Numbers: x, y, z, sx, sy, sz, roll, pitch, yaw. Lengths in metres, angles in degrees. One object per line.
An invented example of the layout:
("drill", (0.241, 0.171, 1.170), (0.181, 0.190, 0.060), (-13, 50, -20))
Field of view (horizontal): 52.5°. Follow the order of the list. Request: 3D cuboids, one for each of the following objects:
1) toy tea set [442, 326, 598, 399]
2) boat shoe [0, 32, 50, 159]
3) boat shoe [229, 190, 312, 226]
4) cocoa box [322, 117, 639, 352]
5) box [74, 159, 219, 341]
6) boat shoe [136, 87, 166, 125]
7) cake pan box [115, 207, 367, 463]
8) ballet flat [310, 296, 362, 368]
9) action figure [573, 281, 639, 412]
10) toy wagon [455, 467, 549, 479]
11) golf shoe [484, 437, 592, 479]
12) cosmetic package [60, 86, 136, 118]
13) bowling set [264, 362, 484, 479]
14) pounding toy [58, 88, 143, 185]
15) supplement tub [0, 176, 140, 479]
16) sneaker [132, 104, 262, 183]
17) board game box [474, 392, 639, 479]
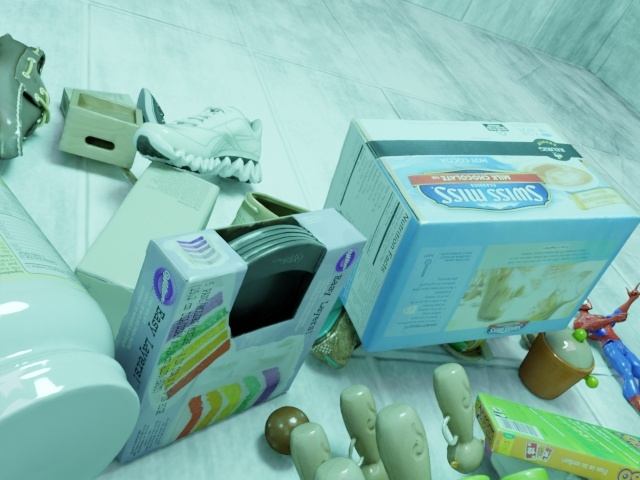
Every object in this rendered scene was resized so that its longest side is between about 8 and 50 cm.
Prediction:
("toy tea set", (0.301, 0.118, 1.056), (0.335, 0.124, 0.200), (25, 33, -4))
("boat shoe", (-0.463, -0.221, 0.988), (0.096, 0.117, 0.324), (3, 34, -28))
("boat shoe", (0.000, 0.000, 1.034), (0.285, 0.089, 0.105), (13, 35, -22))
("cocoa box", (0.203, -0.013, 0.909), (0.346, 0.232, 0.228), (-2, 42, -23))
("box", (-0.224, 0.009, 0.857), (0.113, 0.094, 0.275), (23, 33, -7))
("boat shoe", (-0.300, -0.219, 1.164), (0.040, 0.049, 0.142), (10, 43, -35))
("cake pan box", (-0.091, 0.090, 0.685), (0.070, 0.267, 0.245), (43, 33, 26))
("ballet flat", (0.041, 0.116, 0.943), (0.067, 0.073, 0.206), (54, 35, -10))
("action figure", (0.554, 0.179, 1.153), (0.091, 0.139, 0.280), (8, 35, -29))
("toy wagon", (0.181, 0.358, 0.599), (0.344, 0.068, 0.267), (15, 49, -42))
("golf shoe", (0.349, 0.320, 0.804), (0.306, 0.140, 0.115), (40, 36, 21))
("cosmetic package", (-0.380, -0.226, 1.116), (0.115, 0.041, 0.060), (0, 41, -36))
("bowling set", (0.043, 0.251, 0.710), (0.287, 0.199, 0.154), (-21, 100, -46))
("pounding toy", (-0.332, -0.156, 1.023), (0.141, 0.100, 0.130), (15, 21, -23))
("supplement tub", (-0.329, 0.076, 0.558), (0.325, 0.236, 0.235), (44, 36, 24))
("sneaker", (-0.183, -0.163, 1.027), (0.110, 0.119, 0.292), (18, 8, 23))
("board game box", (0.322, 0.249, 0.777), (0.259, 0.039, 0.124), (13, 7, 2))
